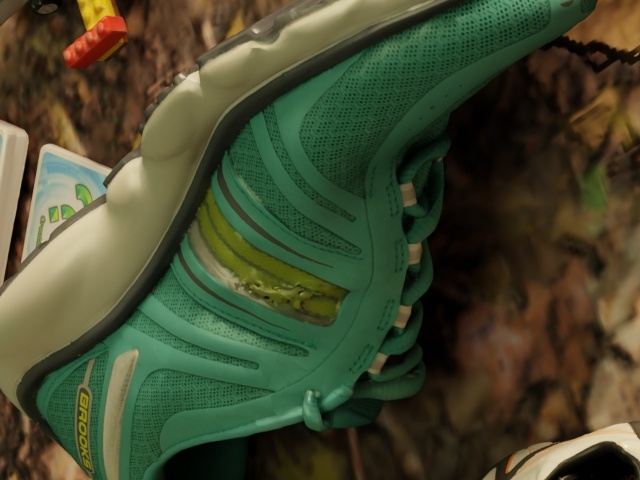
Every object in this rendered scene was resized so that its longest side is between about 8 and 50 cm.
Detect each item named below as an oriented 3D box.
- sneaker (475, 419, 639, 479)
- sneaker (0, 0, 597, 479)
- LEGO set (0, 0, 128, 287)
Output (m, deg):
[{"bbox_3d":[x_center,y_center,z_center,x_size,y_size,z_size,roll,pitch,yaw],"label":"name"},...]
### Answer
[{"bbox_3d":[0.065,0.072,0.532,0.109,0.044,0.040,-33,67,44],"label":"sneaker"},{"bbox_3d":[0.000,0.000,0.586,0.110,0.107,0.275,53,133,10],"label":"sneaker"},{"bbox_3d":[-0.136,-0.093,0.748,0.182,0.060,0.244,23,106,42],"label":"LEGO set"}]
